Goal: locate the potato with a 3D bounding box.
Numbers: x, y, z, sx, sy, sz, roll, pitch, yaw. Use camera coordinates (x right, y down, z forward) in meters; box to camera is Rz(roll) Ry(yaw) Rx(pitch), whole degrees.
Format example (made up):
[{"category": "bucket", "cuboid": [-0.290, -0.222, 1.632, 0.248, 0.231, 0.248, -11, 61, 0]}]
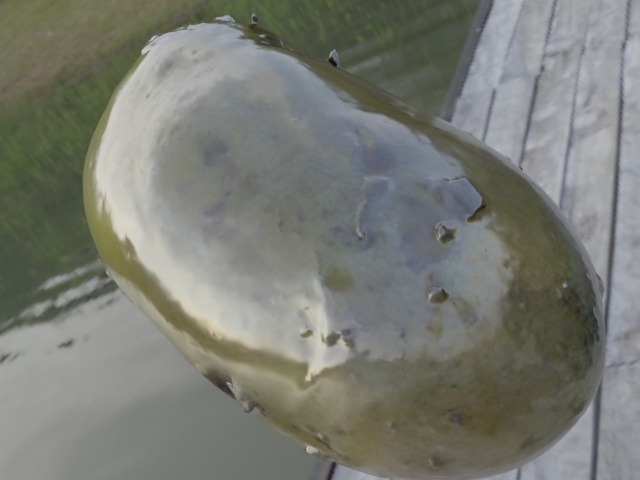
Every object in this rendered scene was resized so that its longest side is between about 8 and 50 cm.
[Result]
[{"category": "potato", "cuboid": [0.000, 0.000, 0.409, 0.165, 0.165, 0.262, -43, 53, -18]}]
